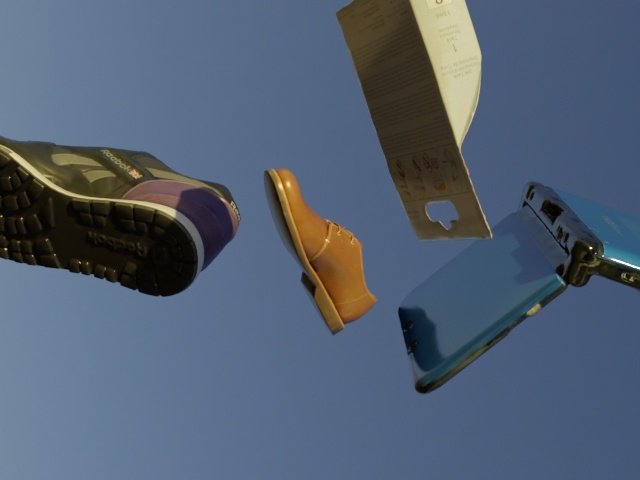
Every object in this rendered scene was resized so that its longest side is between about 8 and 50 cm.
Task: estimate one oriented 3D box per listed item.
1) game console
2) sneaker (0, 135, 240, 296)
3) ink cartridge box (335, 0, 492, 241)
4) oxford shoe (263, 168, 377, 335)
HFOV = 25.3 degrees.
[{"bbox_3d":[0.220,0.060,1.279,0.293,0.250,0.173,-89,-161,-77],"label":"game console"},{"bbox_3d":[-0.208,-0.037,1.274,0.283,0.124,0.107,20,-59,16],"label":"sneaker"},{"bbox_3d":[0.076,-0.090,0.962,0.179,0.045,0.145,68,-15,-5],"label":"ink cartridge box"},{"bbox_3d":[0.000,0.000,1.514,0.212,0.076,0.076,64,-5,-34],"label":"oxford shoe"}]
